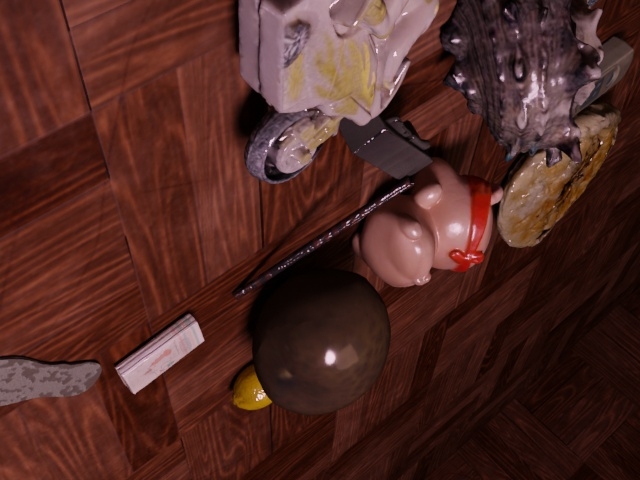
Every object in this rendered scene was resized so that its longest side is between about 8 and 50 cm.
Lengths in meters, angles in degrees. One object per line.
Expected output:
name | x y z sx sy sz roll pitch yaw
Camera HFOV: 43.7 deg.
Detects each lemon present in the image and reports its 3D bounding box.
lemon | -0.091 0.213 1.177 0.092 0.065 0.065 -36 152 -21

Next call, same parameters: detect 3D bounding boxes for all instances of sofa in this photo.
sofa | 0.071 -0.129 0.896 0.060 0.085 0.147 -36 157 19

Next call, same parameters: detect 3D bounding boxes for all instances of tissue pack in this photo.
tissue pack | -0.192 0.135 0.957 0.108 0.023 0.056 -36 153 -21

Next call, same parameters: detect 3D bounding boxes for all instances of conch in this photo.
conch | 0.269 -0.231 0.973 0.240 0.186 0.313 -64 144 -28

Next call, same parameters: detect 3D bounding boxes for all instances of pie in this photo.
pie | 0.447 -0.120 1.491 0.339 0.077 0.339 -35 151 -23

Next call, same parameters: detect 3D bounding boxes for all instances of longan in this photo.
longan | 0.002 0.130 1.061 0.198 0.198 0.212 -33 147 -26

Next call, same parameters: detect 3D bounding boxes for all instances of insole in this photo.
insole | -0.301 0.145 0.827 0.065 0.006 0.193 -53 154 12

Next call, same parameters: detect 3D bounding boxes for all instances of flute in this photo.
flute | 0.000 0.000 0.973 0.270 0.014 0.014 -34 157 14

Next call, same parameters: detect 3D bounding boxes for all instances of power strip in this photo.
power strip | 0.404 -0.235 1.300 0.286 0.048 0.080 -36 151 -18

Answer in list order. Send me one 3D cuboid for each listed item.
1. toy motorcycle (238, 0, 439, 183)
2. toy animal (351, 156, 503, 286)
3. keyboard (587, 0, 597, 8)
toy motorcycle | 0.026 -0.201 0.709 0.223 0.108 0.340 -32 152 -27
toy animal | 0.158 -0.022 1.121 0.198 0.171 0.171 -20 145 -29
keyboard | 0.419 -0.389 1.140 0.176 0.014 0.055 -46 151 -3
